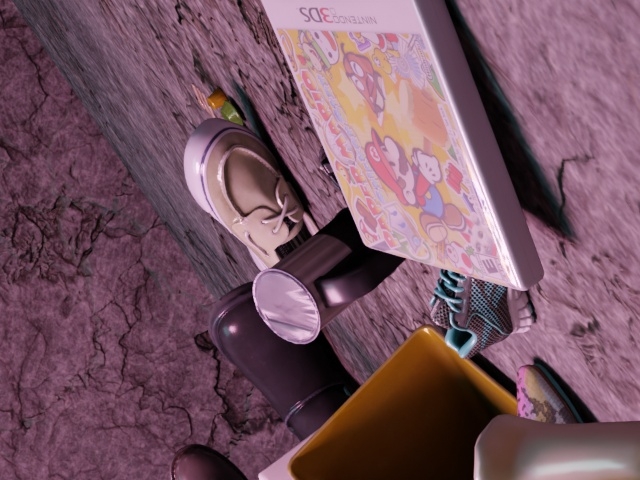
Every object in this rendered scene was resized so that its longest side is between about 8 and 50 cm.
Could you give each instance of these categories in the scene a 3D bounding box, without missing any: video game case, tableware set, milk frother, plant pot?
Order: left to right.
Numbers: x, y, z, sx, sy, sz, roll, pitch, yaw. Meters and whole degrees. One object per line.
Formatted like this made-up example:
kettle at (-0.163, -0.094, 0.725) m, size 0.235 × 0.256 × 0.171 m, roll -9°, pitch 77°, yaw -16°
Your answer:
tableware set at (-0.106, -0.132, 1.740) m, size 0.104 × 0.024 × 0.154 m, roll 42°, pitch 163°, yaw 40°
milk frother at (0.000, 0.000, 1.347) m, size 0.143 × 0.135 × 0.129 m, roll 52°, pitch 139°, yaw 0°
video game case at (0.054, -0.080, 0.995) m, size 0.206 × 0.026 × 0.227 m, roll 16°, pitch 135°, yaw 58°
plant pot at (0.133, 0.252, 1.408) m, size 0.187 × 0.212 × 0.212 m, roll 47°, pitch 177°, yaw -37°

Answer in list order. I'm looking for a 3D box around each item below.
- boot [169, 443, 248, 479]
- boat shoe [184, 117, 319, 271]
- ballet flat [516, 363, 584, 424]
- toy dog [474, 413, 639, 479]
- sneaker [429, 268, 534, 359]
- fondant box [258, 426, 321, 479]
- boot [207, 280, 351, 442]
boot at (-0.086, 0.351, 1.714) m, size 0.263 × 0.091 × 0.229 m, roll 52°, pitch 164°, yaw 6°
boat shoe at (-0.059, -0.036, 1.665) m, size 0.094 × 0.109 × 0.302 m, roll 27°, pitch 163°, yaw 38°
ballet flat at (0.219, 0.212, 1.187) m, size 0.221 × 0.079 × 0.077 m, roll 54°, pitch 171°, yaw 6°
toy dog at (0.236, 0.252, 0.859) m, size 0.396 × 0.284 × 0.408 m, roll 19°, pitch 172°, yaw -9°
sneaker at (0.118, 0.036, 1.096) m, size 0.065 × 0.076 × 0.166 m, roll 44°, pitch 165°, yaw 44°
fondant box at (0.054, 0.290, 1.738) m, size 0.096 × 0.238 × 0.330 m, roll 51°, pitch 169°, yaw 19°
boot at (0.033, 0.294, 2.089) m, size 0.445 × 0.146 × 0.367 m, roll 52°, pitch 180°, yaw 38°
